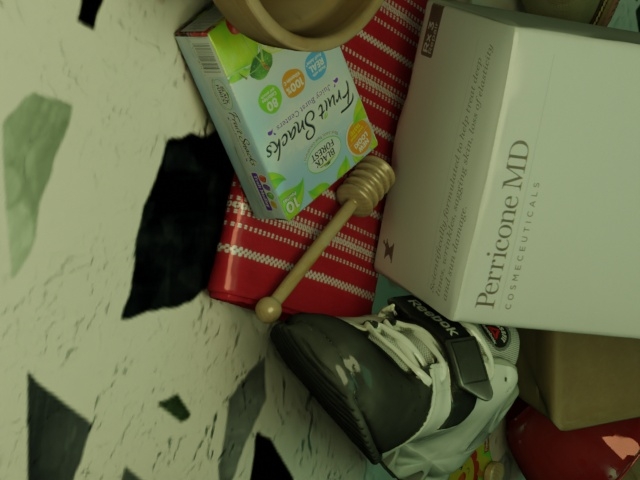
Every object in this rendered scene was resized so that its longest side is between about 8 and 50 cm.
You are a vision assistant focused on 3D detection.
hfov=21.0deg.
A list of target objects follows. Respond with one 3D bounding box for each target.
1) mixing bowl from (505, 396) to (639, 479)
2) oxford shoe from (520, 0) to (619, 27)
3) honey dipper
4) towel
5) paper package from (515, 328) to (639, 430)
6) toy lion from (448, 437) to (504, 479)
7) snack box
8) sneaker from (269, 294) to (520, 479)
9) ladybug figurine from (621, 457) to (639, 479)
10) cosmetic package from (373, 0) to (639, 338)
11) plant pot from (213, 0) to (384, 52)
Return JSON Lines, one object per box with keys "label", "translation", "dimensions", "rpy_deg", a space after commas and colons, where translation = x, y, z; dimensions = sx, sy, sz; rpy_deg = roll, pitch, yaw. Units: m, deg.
{"label": "mixing bowl", "translation": [0.238, 0.164, 1.617], "dimensions": [0.181, 0.098, 0.181], "rpy_deg": [-53, -177, 3]}
{"label": "oxford shoe", "translation": [0.154, -0.302, 1.375], "dimensions": [0.146, 0.140, 0.397], "rpy_deg": [-31, 137, -14]}
{"label": "honey dipper", "translation": [0.000, 0.000, 1.199], "dimensions": [0.160, 0.030, 0.030], "rpy_deg": [-50, 139, -35]}
{"label": "towel", "translation": [0.000, -0.074, 1.236], "dimensions": [0.199, 0.031, 0.274], "rpy_deg": [20, 80, -58]}
{"label": "paper package", "translation": [0.303, -0.021, 1.485], "dimensions": [0.325, 0.168, 0.309], "rpy_deg": [-9, 109, -19]}
{"label": "toy lion", "translation": [0.126, 0.195, 1.537], "dimensions": [0.096, 0.034, 0.100], "rpy_deg": [-20, 115, -48]}
{"label": "snack box", "translation": [-0.026, -0.098, 1.131], "dimensions": [0.100, 0.037, 0.141], "rpy_deg": [-40, 121, -33]}
{"label": "sneaker", "translation": [0.068, 0.088, 1.247], "dimensions": [0.146, 0.122, 0.330], "rpy_deg": [-40, 159, 1]}
{"label": "ladybug figurine", "translation": [0.398, 0.350, 1.919], "dimensions": [0.449, 0.162, 0.305], "rpy_deg": [-26, 121, -55]}
{"label": "cosmetic package", "translation": [0.252, -0.043, 1.275], "dimensions": [0.385, 0.156, 0.217], "rpy_deg": [4, 104, -24]}
{"label": "plant pot", "translation": [-0.038, -0.236, 1.039], "dimensions": [0.237, 0.110, 0.237], "rpy_deg": [-25, 119, -56]}
